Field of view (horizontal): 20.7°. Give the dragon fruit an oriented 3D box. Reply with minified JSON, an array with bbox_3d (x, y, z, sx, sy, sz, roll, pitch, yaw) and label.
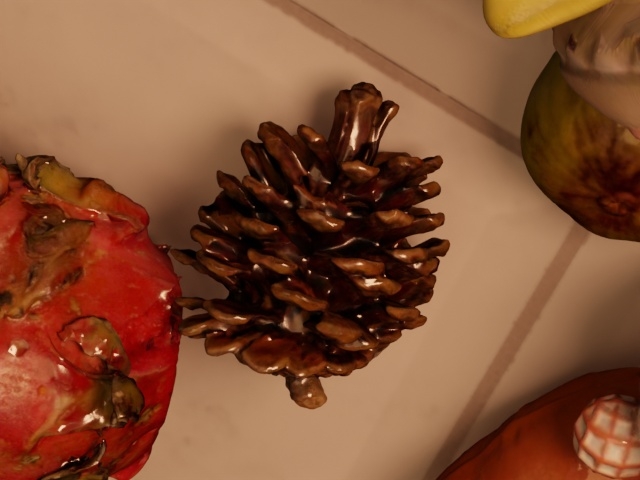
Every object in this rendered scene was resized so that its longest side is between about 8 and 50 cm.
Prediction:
[{"bbox_3d":[-0.252,0.071,1.265,0.291,0.269,0.250,9,140,-21],"label":"dragon fruit"}]

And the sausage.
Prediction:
[{"bbox_3d":[0.163,0.179,1.227,0.133,0.133,0.258,48,121,-2],"label":"sausage"}]

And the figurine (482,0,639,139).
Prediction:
[{"bbox_3d":[0.272,-0.174,0.966,0.266,0.361,0.378,-18,138,36],"label":"figurine"}]

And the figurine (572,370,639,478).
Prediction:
[{"bbox_3d":[0.288,0.159,1.055,0.281,0.167,0.370,3,116,19],"label":"figurine"}]

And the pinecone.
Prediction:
[{"bbox_3d":[0.002,0.000,1.193,0.169,0.212,0.186,32,175,-28],"label":"pinecone"}]

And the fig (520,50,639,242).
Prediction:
[{"bbox_3d":[0.193,-0.070,1.090,0.136,0.121,0.153,18,121,13],"label":"fig"}]
